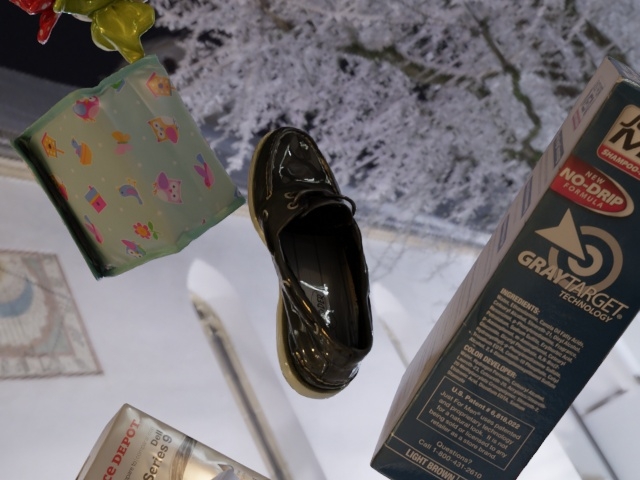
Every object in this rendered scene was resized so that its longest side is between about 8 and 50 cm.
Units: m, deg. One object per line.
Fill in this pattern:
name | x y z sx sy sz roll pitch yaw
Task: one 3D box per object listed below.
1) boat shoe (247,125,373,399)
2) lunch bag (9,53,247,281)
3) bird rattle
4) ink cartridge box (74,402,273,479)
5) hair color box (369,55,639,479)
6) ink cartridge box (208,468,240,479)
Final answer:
boat shoe | -0.004 0.000 1.017 0.127 0.340 0.113 9 -30 -24
lunch bag | -0.260 -0.075 1.119 0.262 0.223 0.160 -18 17 45
bird rattle | -0.264 -0.316 1.127 0.207 0.253 0.143 -41 -58 -17
ink cartridge box | -0.236 0.417 1.380 0.121 0.289 0.211 -49 14 48
hair color box | 0.177 0.037 0.709 0.347 0.105 0.174 -62 -4 21
ink cartridge box | -0.161 0.266 0.698 0.225 0.056 0.181 -31 -4 -2
